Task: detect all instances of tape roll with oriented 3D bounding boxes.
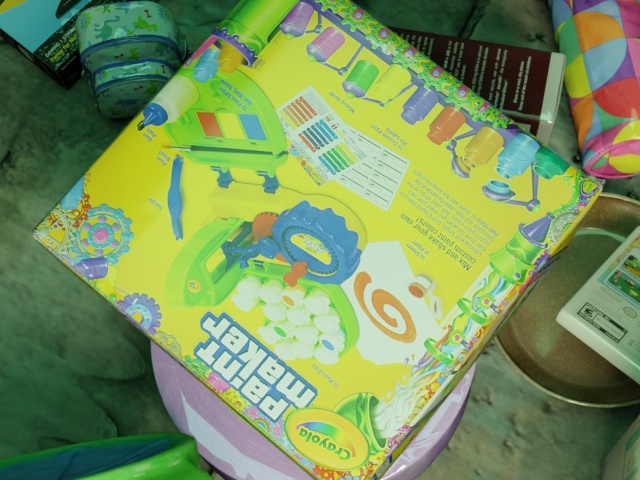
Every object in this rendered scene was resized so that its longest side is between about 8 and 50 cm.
[{"bbox_3d":[-0.003,0.090,0.997,0.275,0.090,0.275,-1,68,3],"label":"tape roll"}]

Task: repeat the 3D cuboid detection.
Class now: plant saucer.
[{"bbox_3d":[0.243,0.054,1.021,0.198,0.036,0.199,-2,68,4],"label":"plant saucer"}]

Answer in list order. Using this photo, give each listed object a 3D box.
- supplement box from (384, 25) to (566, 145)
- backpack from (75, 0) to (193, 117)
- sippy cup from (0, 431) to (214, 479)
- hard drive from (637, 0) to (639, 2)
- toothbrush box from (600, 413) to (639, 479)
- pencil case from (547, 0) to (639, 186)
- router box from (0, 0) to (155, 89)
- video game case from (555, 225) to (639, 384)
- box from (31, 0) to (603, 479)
[{"bbox_3d":[0.092,-0.130,1.052,0.239,0.130,0.073,10,71,7],"label":"supplement box"},{"bbox_3d":[-0.177,-0.171,1.096,0.105,0.114,0.084,-9,68,0],"label":"backpack"},{"bbox_3d":[-0.188,0.278,0.864,0.240,0.305,0.224,-11,88,-22],"label":"sippy cup"},{"bbox_3d":[0.309,-0.337,1.096,0.210,0.040,0.319,29,49,14],"label":"hard drive"},{"bbox_3d":[0.367,0.219,0.852,0.295,0.216,0.126,5,69,7],"label":"toothbrush box"},{"bbox_3d":[0.272,-0.166,1.074,0.104,0.104,0.236,-7,71,1],"label":"pencil case"},{"bbox_3d":[-0.247,-0.259,1.171,0.133,0.046,0.179,37,76,17],"label":"router box"},{"bbox_3d":[0.293,0.072,0.951,0.157,0.019,0.143,38,50,17],"label":"video game case"},{"bbox_3d":[0.000,0.000,0.868,0.290,0.177,0.279,39,81,12],"label":"box"}]
